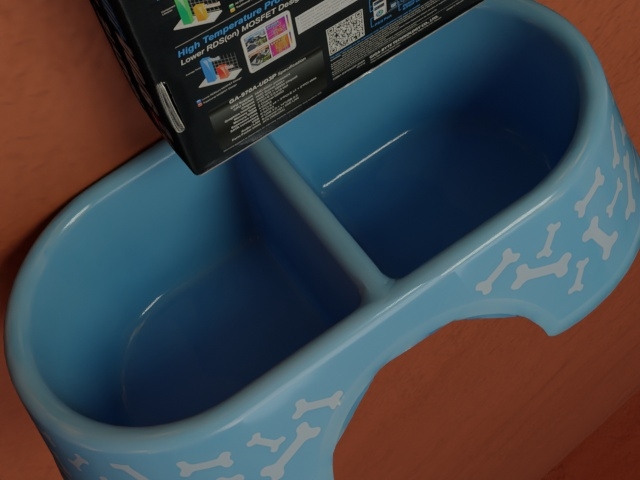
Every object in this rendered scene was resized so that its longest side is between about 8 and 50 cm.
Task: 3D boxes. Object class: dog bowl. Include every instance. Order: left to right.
[{"bbox_3d":[0.000,0.000,0.425,0.297,0.166,0.074,-34,144,-6],"label":"dog bowl"}]

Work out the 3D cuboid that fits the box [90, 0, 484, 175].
[{"bbox_3d":[0.020,-0.134,0.334,0.220,0.051,0.175,-33,155,-9],"label":"box"}]
